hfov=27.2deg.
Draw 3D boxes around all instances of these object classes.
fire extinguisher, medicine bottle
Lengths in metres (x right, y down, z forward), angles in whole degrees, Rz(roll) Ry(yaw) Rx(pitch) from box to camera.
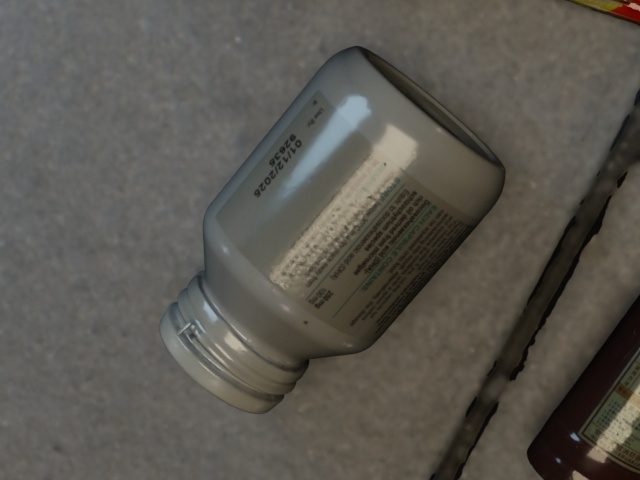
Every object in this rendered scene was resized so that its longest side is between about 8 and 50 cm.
[{"bbox_3d":[0.231,0.068,0.827,0.099,0.071,0.231,30,102,-24],"label":"fire extinguisher"},{"bbox_3d":[0.000,0.000,0.817,0.135,0.135,0.215,40,103,2],"label":"medicine bottle"}]

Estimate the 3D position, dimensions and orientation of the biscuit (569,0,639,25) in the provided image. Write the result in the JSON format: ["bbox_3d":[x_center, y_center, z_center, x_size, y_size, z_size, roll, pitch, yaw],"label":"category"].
[{"bbox_3d":[0.195,-0.153,0.817,0.292,0.026,0.048,19,82,6],"label":"biscuit"}]
